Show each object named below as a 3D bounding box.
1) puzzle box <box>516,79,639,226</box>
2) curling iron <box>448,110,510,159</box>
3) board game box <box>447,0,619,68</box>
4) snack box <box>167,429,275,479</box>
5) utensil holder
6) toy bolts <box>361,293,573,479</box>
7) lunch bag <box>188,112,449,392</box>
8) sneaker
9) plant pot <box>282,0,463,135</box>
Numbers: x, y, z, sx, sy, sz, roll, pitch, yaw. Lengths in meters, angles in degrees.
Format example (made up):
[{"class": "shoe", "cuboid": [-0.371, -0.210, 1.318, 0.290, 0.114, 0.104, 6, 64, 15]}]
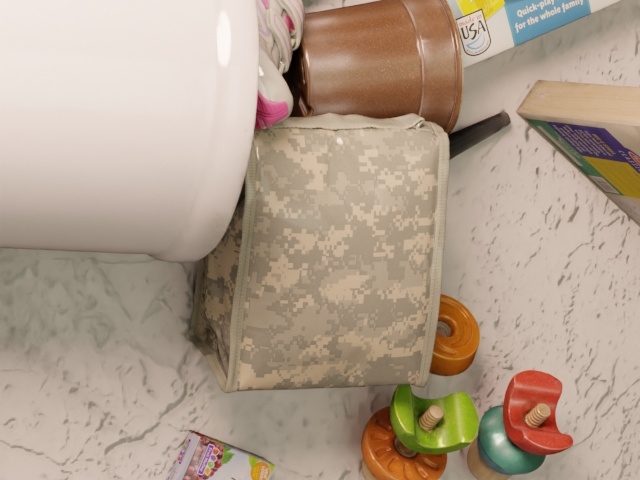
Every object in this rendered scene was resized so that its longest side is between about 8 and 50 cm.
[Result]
[{"class": "puzzle box", "cuboid": [0.440, -0.040, 1.842, 0.409, 0.272, 0.052, 39, 81, -26]}, {"class": "curling iron", "cuboid": [0.101, -0.097, 1.800, 0.274, 0.035, 0.068, -19, 106, -22]}, {"class": "board game box", "cuboid": [0.194, -0.391, 1.777, 0.254, 0.079, 0.336, -25, 108, -21]}, {"class": "snack box", "cuboid": [-0.124, 0.291, 1.748, 0.100, 0.037, 0.141, 25, 87, -28]}, {"class": "utensil holder", "cuboid": [-0.290, -0.148, 1.443, 0.385, 0.327, 0.327, 2, 97, -25]}, {"class": "toy bolts", "cuboid": [0.156, 0.198, 1.846, 0.228, 0.158, 0.218, 14, 51, -17]}, {"class": "lunch bag", "cuboid": [0.000, 0.000, 1.664, 0.235, 0.169, 0.287, 0, 112, -21]}, {"class": "sneaker", "cuboid": [-0.064, -0.216, 1.582, 0.111, 0.252, 0.103, -16, 142, -8]}, {"class": "plant pot", "cuboid": [0.044, -0.183, 1.700, 0.165, 0.167, 0.167, -7, 101, -16]}]
